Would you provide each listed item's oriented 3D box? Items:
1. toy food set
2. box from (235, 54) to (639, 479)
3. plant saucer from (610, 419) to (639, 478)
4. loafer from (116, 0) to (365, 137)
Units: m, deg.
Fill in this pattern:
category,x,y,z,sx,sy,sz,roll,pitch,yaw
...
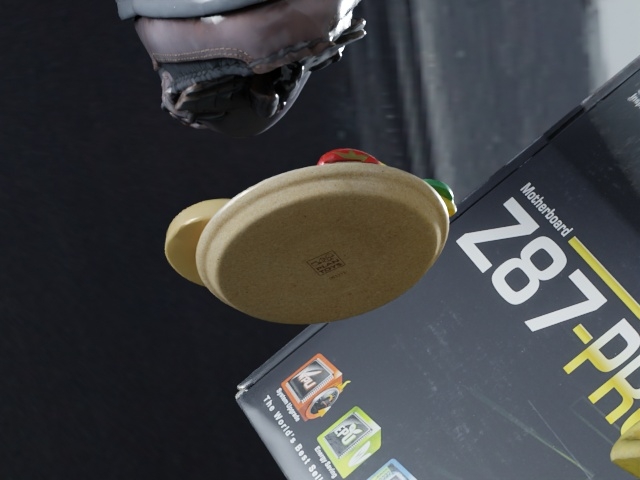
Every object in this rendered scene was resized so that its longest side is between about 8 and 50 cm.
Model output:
category,x,y,z,sx,sy,sz,roll,pitch,yaw
toy food set,0.000,0.000,0.606,0.083,0.020,0.082,-34,-41,28
box,0.172,0.117,0.963,0.318,0.395,0.097,-38,-45,2
plant saucer,0.288,0.012,0.596,0.333,0.333,0.081,-30,-90,-12
loafer,-0.033,-0.091,0.911,0.109,0.302,0.095,-18,-79,-9
